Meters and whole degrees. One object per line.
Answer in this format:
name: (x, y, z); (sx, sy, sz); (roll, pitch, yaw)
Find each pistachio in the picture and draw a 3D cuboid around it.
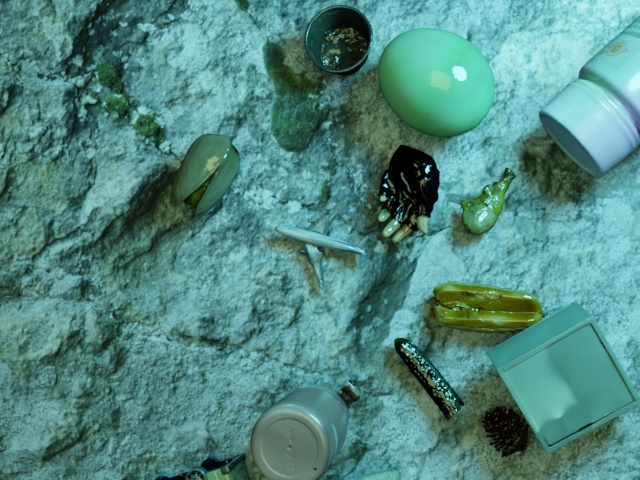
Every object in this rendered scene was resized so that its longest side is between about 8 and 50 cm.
pistachio: (-0.269, -0.154, 1.804); (0.130, 0.131, 0.206); (29, 91, -17)

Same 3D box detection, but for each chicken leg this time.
chicken leg: (0.377, -0.093, 1.731); (0.093, 0.070, 0.178); (37, 87, 15)

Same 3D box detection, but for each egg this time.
egg: (0.251, -0.347, 1.679); (0.270, 0.220, 0.220); (43, 95, 13)

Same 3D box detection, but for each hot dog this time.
hot dog: (0.371, 0.152, 1.717); (0.270, 0.072, 0.109); (6, 91, 11)

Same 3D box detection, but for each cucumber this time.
cucumber: (0.239, 0.305, 1.740); (0.214, 0.058, 0.052); (51, 130, 10)

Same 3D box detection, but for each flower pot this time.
flower pot: (0.050, -0.451, 1.777); (0.158, 0.107, 0.157); (-1, 86, 12)

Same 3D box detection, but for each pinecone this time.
pinecone: (0.411, 0.417, 1.694); (0.102, 0.102, 0.109); (-30, 56, 7)

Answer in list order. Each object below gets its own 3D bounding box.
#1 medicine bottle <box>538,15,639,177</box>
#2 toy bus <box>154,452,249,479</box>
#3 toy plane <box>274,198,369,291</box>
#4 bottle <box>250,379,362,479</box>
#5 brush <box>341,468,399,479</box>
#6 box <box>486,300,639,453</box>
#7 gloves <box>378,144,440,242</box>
medicine bottle: (0.671, -0.328, 1.610); (0.388, 0.219, 0.219); (-43, 82, 6)
toy bus: (-0.294, 0.608, 1.781); (0.276, 0.134, 0.164); (-21, 84, 10)
toy plane: (0.002, 0.000, 1.791); (0.226, 0.058, 0.225); (16, 94, 13)
bottle: (-0.015, 0.398, 1.660); (0.206, 0.297, 0.173); (-40, 81, 11)
brush: (0.066, 0.620, 1.713); (0.267, 0.174, 0.166); (-24, 71, 24)
box: (0.514, 0.287, 1.637); (0.225, 0.117, 0.225); (-31, 101, 7)
gloves: (0.195, -0.093, 1.737); (0.164, 0.124, 0.203); (37, 122, 37)
